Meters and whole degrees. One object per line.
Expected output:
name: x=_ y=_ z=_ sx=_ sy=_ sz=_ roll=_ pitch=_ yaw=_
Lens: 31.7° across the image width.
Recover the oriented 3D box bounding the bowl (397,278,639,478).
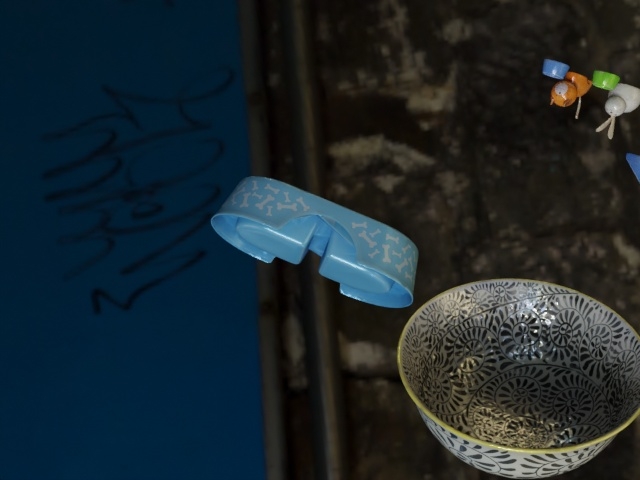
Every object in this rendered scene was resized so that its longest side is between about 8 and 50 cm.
bowl: x=0.136 y=0.108 z=0.778 sx=0.170 sy=0.170 sz=0.080 roll=-83 pitch=-7 yaw=-52

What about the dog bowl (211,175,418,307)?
dog bowl: x=0.000 y=0.000 z=1.554 sx=0.166 sy=0.297 sz=0.074 roll=112 pitch=-179 yaw=-72

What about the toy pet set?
toy pet set: x=0.194 y=-0.050 z=0.655 sx=0.114 sy=0.122 sz=0.065 roll=11 pitch=-82 yaw=-56
